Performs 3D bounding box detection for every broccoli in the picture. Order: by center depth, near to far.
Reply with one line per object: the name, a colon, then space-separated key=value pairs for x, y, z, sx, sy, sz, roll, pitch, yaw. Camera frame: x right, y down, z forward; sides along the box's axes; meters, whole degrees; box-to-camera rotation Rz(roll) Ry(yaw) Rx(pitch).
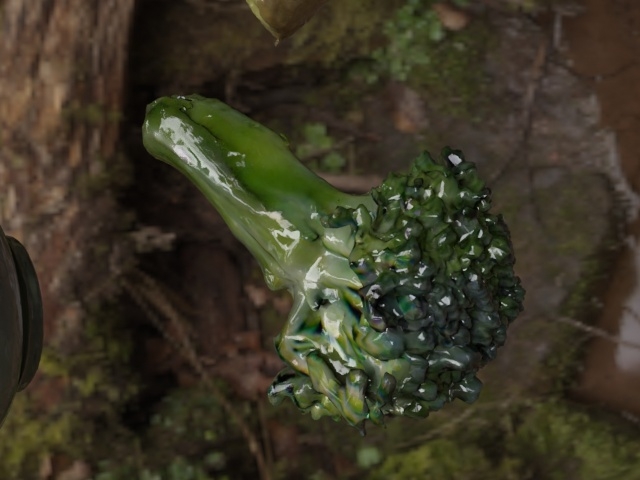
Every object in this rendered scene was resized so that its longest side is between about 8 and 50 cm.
broccoli: x=0.004 y=0.017 z=1.004 sx=0.274 sy=0.177 sz=0.199 roll=21 pitch=130 yaw=31

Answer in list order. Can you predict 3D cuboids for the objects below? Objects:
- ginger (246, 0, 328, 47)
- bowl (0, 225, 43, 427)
ginger: x=-0.003 y=-0.295 z=1.484 sx=0.138 sy=0.267 sz=0.152 roll=43 pitch=135 yaw=6
bowl: x=-0.312 y=0.062 z=1.214 sx=0.289 sy=0.146 sz=0.289 roll=7 pitch=99 yaw=53
